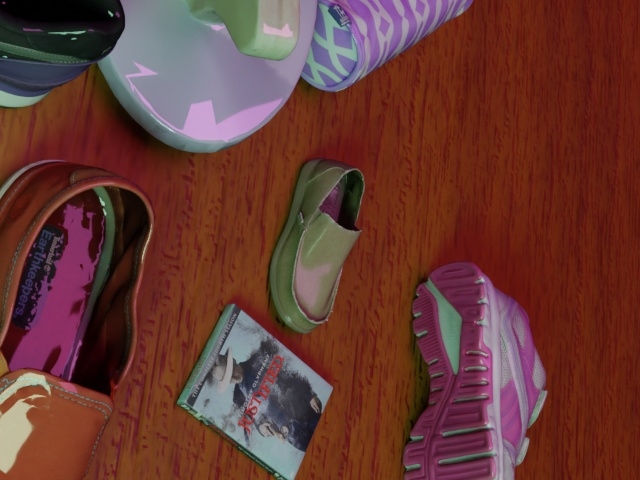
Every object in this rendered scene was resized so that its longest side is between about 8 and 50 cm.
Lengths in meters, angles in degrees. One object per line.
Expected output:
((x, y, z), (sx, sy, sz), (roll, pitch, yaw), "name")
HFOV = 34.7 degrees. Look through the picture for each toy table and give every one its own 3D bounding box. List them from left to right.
((-0.055, -0.213, 0.685), (0.252, 0.161, 0.274), (-6, 80, -27), "toy table")

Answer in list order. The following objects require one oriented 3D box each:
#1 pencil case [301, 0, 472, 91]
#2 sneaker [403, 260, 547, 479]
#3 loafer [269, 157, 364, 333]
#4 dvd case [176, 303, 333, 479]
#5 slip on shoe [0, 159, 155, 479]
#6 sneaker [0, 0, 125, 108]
((0.051, -0.199, 0.871), (0.088, 0.086, 0.206), (47, 48, 7), "pencil case")
((0.146, 0.149, 0.885), (0.111, 0.103, 0.252), (16, 73, -39), "sneaker")
((0.000, 0.000, 0.807), (0.056, 0.050, 0.148), (22, 69, -39), "loafer")
((-0.046, 0.116, 0.771), (0.119, 0.013, 0.087), (44, 56, -29), "dvd case")
((-0.175, 0.102, 0.593), (0.123, 0.101, 0.331), (29, 66, -38), "slip on shoe")
((-0.239, -0.169, 0.560), (0.283, 0.124, 0.107), (18, 71, -40), "sneaker")
